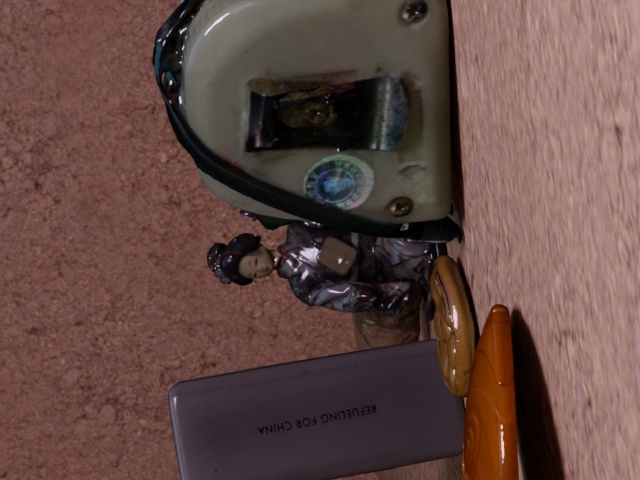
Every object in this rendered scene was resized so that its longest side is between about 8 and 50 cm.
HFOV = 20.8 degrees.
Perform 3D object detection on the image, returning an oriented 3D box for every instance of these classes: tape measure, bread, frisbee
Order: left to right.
[{"bbox_3d":[-0.007,-0.088,1.211,0.115,0.207,0.235,-106,9,-52],"label":"tape measure"},{"bbox_3d":[0.101,0.065,1.319,0.110,0.024,0.110,171,90,-86],"label":"bread"},{"bbox_3d":[0.104,0.135,1.062,0.192,0.035,0.192,-2,-90,-84],"label":"frisbee"}]

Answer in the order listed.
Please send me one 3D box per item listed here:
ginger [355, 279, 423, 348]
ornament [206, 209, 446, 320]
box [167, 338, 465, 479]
[{"bbox_3d":[0.043,-0.041,1.650,0.166,0.080,0.333,142,116,-74],"label":"ginger"},{"bbox_3d":[0.000,0.000,1.470,0.153,0.196,0.166,101,158,-86],"label":"ornament"},{"bbox_3d":[-0.002,0.150,1.465,0.055,0.244,0.103,142,118,-84],"label":"box"}]
